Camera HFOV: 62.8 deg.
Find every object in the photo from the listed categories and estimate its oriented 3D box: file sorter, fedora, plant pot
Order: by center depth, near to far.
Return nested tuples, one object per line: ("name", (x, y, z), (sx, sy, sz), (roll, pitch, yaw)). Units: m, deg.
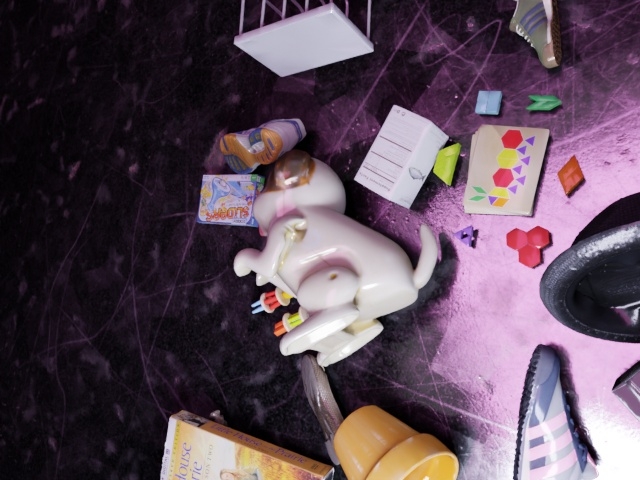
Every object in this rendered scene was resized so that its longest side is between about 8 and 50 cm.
("fedora", (0.517, 0.025, 0.821), (0.333, 0.334, 0.153), (-14, 41, 30))
("plant pot", (0.129, 0.431, 1.022), (0.188, 0.205, 0.205), (37, 103, 48))
("file sorter", (-0.036, -0.542, 1.268), (0.277, 0.192, 0.173), (-4, 78, 32))

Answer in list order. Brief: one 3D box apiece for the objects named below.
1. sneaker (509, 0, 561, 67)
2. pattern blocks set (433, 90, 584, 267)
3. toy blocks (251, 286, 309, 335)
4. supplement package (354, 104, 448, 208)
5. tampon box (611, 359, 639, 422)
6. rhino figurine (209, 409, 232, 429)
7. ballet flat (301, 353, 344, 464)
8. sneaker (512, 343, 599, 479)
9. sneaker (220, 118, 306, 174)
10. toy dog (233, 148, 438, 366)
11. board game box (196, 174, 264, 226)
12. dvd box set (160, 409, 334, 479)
("sneaker", (0.419, -0.421, 1.034), (0.086, 0.064, 0.192), (-8, 78, 39))
("pattern blocks set", (0.364, -0.135, 1.042), (0.285, 0.026, 0.325), (23, 95, 33))
("toy blocks", (-0.099, 0.175, 1.278), (0.148, 0.054, 0.123), (-27, 68, 27))
("supplement package", (0.174, -0.176, 1.125), (0.105, 0.105, 0.180), (34, 102, 32))
("tampon box", (0.531, 0.236, 0.797), (0.101, 0.161, 0.120), (-47, 62, 18))
("rhino figurine", (-0.296, 0.549, 1.339), (0.243, 0.073, 0.106), (-51, 57, 18))
("ballet flat", (0.018, 0.371, 1.177), (0.250, 0.058, 0.084), (67, 152, 28))
("sneaker", (0.411, 0.344, 0.908), (0.130, 0.112, 0.320), (6, 88, 17))
("sneaker", (-0.149, -0.247, 1.358), (0.296, 0.131, 0.112), (7, 123, 51))
("toy dog", (0.000, 0.000, 1.112), (0.395, 0.284, 0.408), (-38, 63, 16))
("board game box", (-0.246, -0.110, 1.428), (0.201, 0.035, 0.136), (3, 84, 33))
("dvd box set", (-0.190, 0.606, 1.213), (0.419, 0.062, 0.308), (12, 94, 24))
